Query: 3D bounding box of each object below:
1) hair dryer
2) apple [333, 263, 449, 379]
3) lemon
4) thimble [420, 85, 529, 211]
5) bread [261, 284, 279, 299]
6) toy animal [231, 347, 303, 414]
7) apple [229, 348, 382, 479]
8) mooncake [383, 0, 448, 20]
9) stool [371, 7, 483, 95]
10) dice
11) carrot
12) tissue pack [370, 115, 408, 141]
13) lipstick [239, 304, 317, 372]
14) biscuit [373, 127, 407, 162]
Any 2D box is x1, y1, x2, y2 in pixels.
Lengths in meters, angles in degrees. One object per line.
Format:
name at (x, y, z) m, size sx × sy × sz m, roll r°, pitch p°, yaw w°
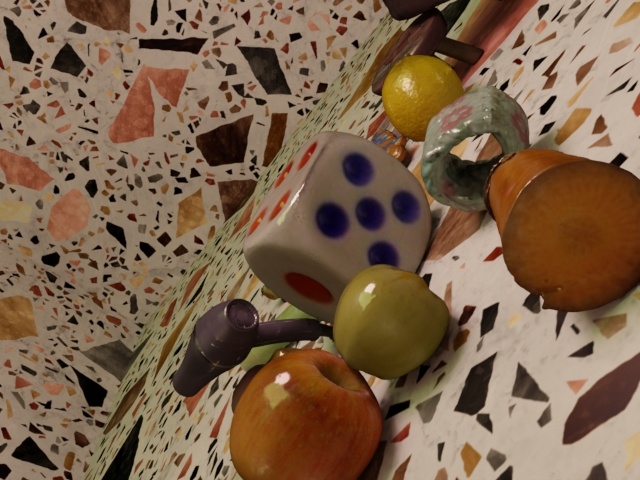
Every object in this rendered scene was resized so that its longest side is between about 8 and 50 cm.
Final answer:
hair dryer at (-0.115, 0.220, 1.529) m, size 0.301 × 0.361 × 0.121 m, roll -51°, pitch 51°, yaw 43°
apple at (0.116, 0.133, 1.223) m, size 0.200 × 0.200 × 0.200 m, roll -50°, pitch 16°, yaw 20°
lemon at (0.246, -0.340, 1.760) m, size 0.192 × 0.231 × 0.192 m, roll -23°, pitch 4°, yaw 2°
thimble at (0.281, -0.167, 1.317) m, size 0.149 × 0.185 × 0.211 m, roll -72°, pitch -2°, yaw -49°
bread at (-0.102, 0.076, 2.168) m, size 0.232 × 0.088 × 0.128 m, roll -66°, pitch -18°, yaw -45°
toy animal at (-0.069, 0.304, 1.447) m, size 0.281 × 0.169 × 0.195 m, roll -38°, pitch 0°, yaw 45°
apple at (-0.024, 0.315, 1.214) m, size 0.241 × 0.242 × 0.242 m, roll -62°, pitch 13°, yaw 16°
mooncake at (0.310, -0.729, 1.930) m, size 0.351 × 0.212 × 0.381 m, roll -21°, pitch 13°, yaw 46°
stool at (0.279, -0.461, 1.964) m, size 0.272 × 0.178 × 0.272 m, roll -50°, pitch 16°, yaw 20°
dice at (0.037, -0.020, 1.535) m, size 0.277 × 0.304 × 0.304 m, roll -29°, pitch 30°, yaw 59°
carrot at (0.328, -0.033, 1.011) m, size 0.196 × 0.196 × 0.254 m, roll -51°, pitch 5°, yaw 15°
tissue pack at (0.206, -0.307, 2.088) m, size 0.108 × 0.060 × 0.148 m, roll -52°, pitch 17°, yaw 7°
lipstick at (-0.103, 0.235, 1.862) m, size 0.304 × 0.076 × 0.076 m, roll -44°, pitch 19°, yaw 36°
biscuit at (0.162, -0.199, 1.938) m, size 0.183 × 0.043 × 0.280 m, roll -46°, pitch 28°, yaw 37°
